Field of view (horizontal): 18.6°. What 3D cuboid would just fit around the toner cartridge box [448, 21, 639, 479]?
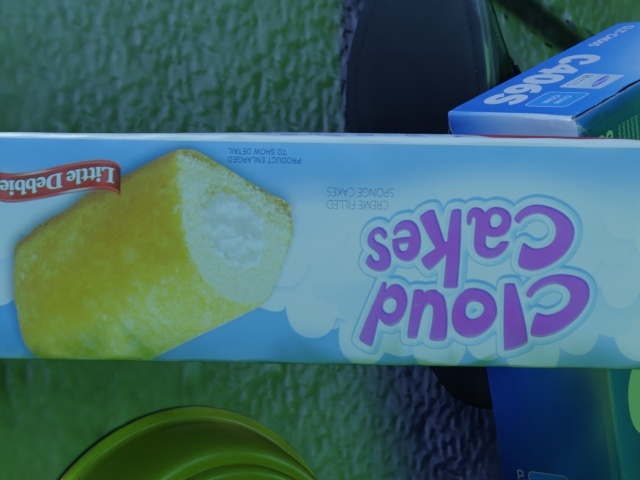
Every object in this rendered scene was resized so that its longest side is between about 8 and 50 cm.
[{"bbox_3d":[0.162,0.078,0.991,0.165,0.075,0.347,-30,117,-46],"label":"toner cartridge box"}]

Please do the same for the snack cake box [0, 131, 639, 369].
[{"bbox_3d":[0.000,0.000,0.794,0.152,0.264,0.089,-36,127,-87],"label":"snack cake box"}]

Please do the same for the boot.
[{"bbox_3d":[0.127,-0.051,1.064,0.229,0.091,0.263,-28,113,-45],"label":"boot"}]

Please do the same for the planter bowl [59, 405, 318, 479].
[{"bbox_3d":[-0.036,0.189,0.901,0.217,0.090,0.217,-2,93,-43],"label":"planter bowl"}]
